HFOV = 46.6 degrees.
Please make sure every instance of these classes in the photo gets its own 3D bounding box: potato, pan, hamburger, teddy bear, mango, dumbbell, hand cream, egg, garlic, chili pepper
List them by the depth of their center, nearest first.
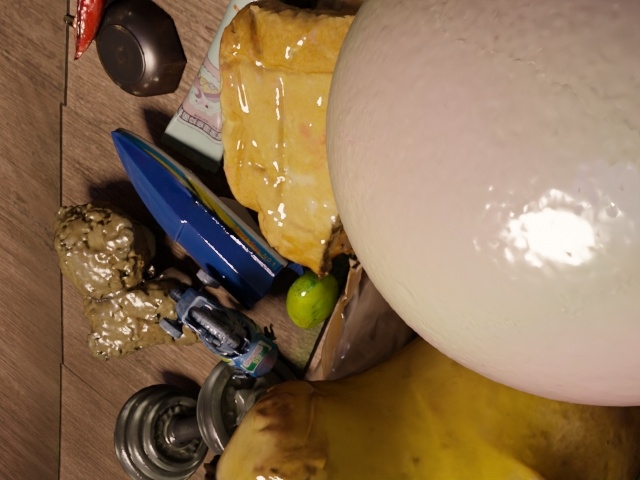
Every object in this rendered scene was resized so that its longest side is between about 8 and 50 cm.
[{"bbox_3d":[0.184,-0.054,0.456,0.354,0.340,0.355,-1,104,-3],"label":"egg"},{"bbox_3d":[0.128,0.159,0.722,0.397,0.290,0.296,25,93,-12],"label":"potato"},{"bbox_3d":[0.001,-0.144,0.747,0.209,0.162,0.330,35,137,17],"label":"hamburger"},{"bbox_3d":[-0.108,-0.201,0.875,0.085,0.058,0.331,29,141,-8],"label":"hand cream"},{"bbox_3d":[-0.269,-0.345,0.882,0.059,0.050,0.268,44,131,50],"label":"chili pepper"},{"bbox_3d":[0.066,0.135,0.888,0.142,0.178,0.229,22,145,-3],"label":"garlic"},{"bbox_3d":[-0.010,0.070,0.930,0.056,0.073,0.108,46,168,15],"label":"mango"},{"bbox_3d":[-0.268,-0.241,0.968,0.202,0.048,0.128,0,115,36],"label":"pan"},{"bbox_3d":[-0.307,0.053,1.127,0.267,0.156,0.256,8,121,36],"label":"teddy bear"},{"bbox_3d":[-0.181,0.288,1.170,0.406,0.179,0.179,-26,100,46],"label":"dumbbell"}]

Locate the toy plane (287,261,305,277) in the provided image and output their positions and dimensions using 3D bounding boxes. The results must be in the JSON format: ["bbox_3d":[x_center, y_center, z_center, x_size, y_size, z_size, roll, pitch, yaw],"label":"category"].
[{"bbox_3d":[0.000,0.000,0.929,0.062,0.054,0.167,25,136,-12],"label":"toy plane"}]

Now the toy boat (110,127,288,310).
[{"bbox_3d":[-0.167,-0.044,0.984,0.295,0.088,0.129,44,156,-1],"label":"toy boat"}]

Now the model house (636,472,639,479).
[{"bbox_3d":[0.367,0.362,0.734,0.261,0.266,0.321,13,126,26],"label":"model house"}]

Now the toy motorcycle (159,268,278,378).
[{"bbox_3d":[-0.129,0.114,0.976,0.135,0.092,0.254,39,172,-19],"label":"toy motorcycle"}]
